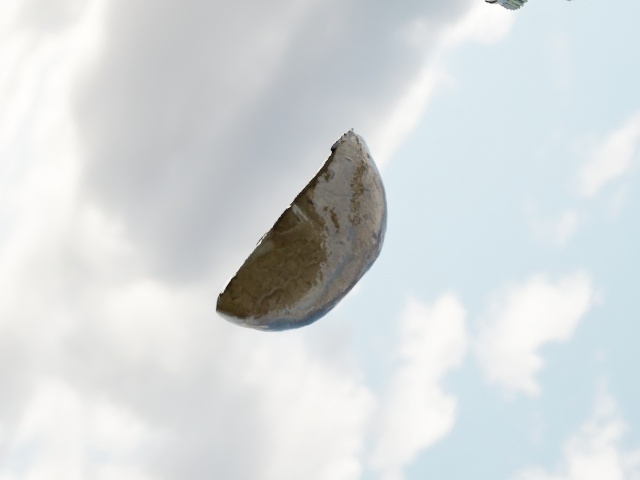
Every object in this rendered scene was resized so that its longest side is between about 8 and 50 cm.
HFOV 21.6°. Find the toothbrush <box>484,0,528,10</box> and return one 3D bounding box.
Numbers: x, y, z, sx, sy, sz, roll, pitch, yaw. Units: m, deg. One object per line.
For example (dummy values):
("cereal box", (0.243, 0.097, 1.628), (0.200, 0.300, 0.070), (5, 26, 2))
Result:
("toothbrush", (0.241, -0.227, 1.469), (0.413, 0.042, 0.035), (14, -94, 69))

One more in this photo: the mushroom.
("mushroom", (0.001, -0.001, 1.403), (0.210, 0.094, 0.072), (-48, -177, -27))
